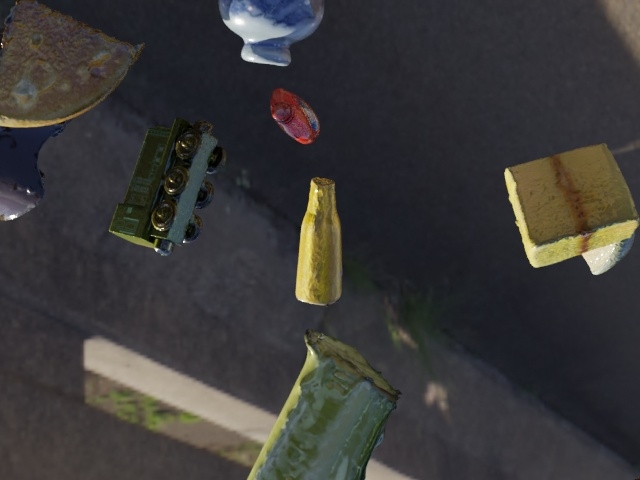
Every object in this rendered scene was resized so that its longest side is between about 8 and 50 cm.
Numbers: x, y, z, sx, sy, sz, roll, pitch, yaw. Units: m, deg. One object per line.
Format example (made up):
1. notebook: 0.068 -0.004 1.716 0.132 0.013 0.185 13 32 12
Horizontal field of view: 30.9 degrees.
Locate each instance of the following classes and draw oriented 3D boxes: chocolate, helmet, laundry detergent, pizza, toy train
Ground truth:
1. chocolate: 0.000 0.000 1.959 0.085 0.086 0.219 -2 115 -9
2. helmet: -0.455 -0.189 1.608 0.177 0.305 0.225 16 -179 -26
3. laundry detergent: -0.047 -0.198 1.797 0.049 0.097 0.165 -34 173 9
4. pizza: -0.278 -0.184 1.178 0.178 0.131 0.041 -39 -168 -10
5. toy train: -0.243 -0.090 1.855 0.137 0.226 0.090 11 168 35

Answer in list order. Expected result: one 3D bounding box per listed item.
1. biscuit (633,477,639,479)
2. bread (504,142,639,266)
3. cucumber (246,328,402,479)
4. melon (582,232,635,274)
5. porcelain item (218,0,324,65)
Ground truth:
1. biscuit: 0.438 0.500 1.541 0.358 0.381 0.074 9 -176 -4
2. bread: 0.357 -0.068 1.652 0.167 0.163 0.264 -17 171 8
3. cucumber: -0.025 0.275 1.333 0.145 0.325 0.105 30 -174 14
4. melon: 0.547 -0.007 2.190 0.054 0.098 0.182 -33 170 -23
5. porcelain item: -0.058 -0.360 1.505 0.141 0.259 0.141 7 -173 -1
